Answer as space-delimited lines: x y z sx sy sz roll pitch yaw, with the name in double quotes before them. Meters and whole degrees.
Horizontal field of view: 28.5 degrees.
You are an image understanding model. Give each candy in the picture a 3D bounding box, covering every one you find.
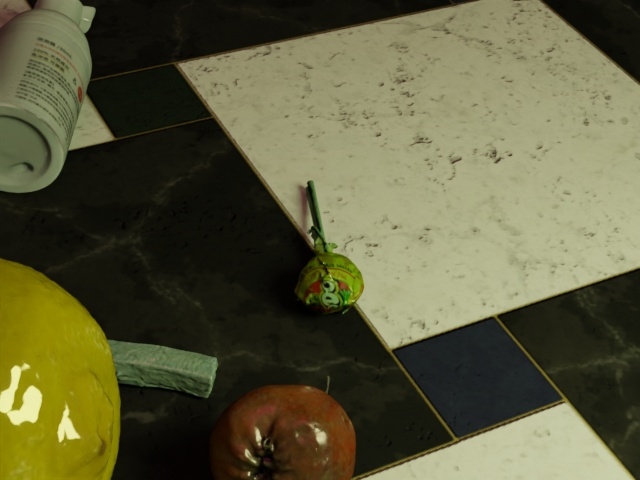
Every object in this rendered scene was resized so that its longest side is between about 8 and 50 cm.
"candy" 0.001 0.002 1.576 0.077 0.073 0.262 15 31 -18

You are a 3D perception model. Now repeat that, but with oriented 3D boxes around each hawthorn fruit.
"hawthorn fruit" -0.022 0.214 1.278 0.149 0.149 0.189 39 21 32

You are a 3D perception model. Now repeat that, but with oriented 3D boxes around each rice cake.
"rice cake" -0.237 0.135 1.398 0.245 0.042 0.045 6 38 1

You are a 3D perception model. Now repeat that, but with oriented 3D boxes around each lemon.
"lemon" -0.347 0.167 1.135 0.348 0.348 0.348 3 41 -3

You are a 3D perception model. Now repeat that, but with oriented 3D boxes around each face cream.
"face cream" -0.389 -0.232 1.727 0.145 0.145 0.369 4 40 -2
